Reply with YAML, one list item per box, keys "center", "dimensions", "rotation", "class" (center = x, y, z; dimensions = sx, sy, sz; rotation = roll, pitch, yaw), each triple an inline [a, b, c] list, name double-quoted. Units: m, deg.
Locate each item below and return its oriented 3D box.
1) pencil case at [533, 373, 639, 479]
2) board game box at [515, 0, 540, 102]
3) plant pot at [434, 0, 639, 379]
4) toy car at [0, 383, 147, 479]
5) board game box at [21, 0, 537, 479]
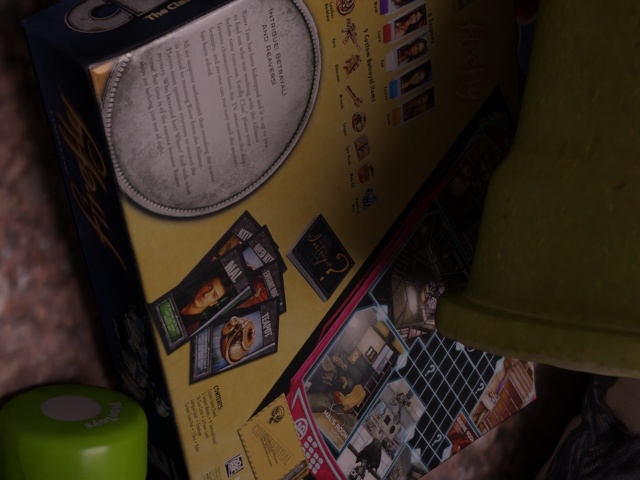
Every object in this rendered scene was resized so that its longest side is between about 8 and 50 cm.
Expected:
- center: [0.136, 0.241, 0.786]
  dimensions: [0.183, 0.160, 0.410]
  rotation: [30, 83, -39]
  class: "pencil case"
- center: [0.063, -0.128, 0.660]
  dimensions: [0.136, 0.035, 0.201]
  rotation: [27, 85, -48]
  class: "board game box"
- center: [0.178, -0.092, 0.533]
  dimensions: [0.276, 0.276, 0.254]
  rotation: [-1, 94, -46]
  class: "plant pot"
- center: [-0.065, 0.154, 0.521]
  dimensions: [0.149, 0.188, 0.155]
  rotation: [-16, 116, -42]
  class: "toy car"
- center: [0.000, 0.000, 0.601]
  dimensions: [0.165, 0.042, 0.243]
  rotation: [-30, 133, -25]
  class: "board game box"
